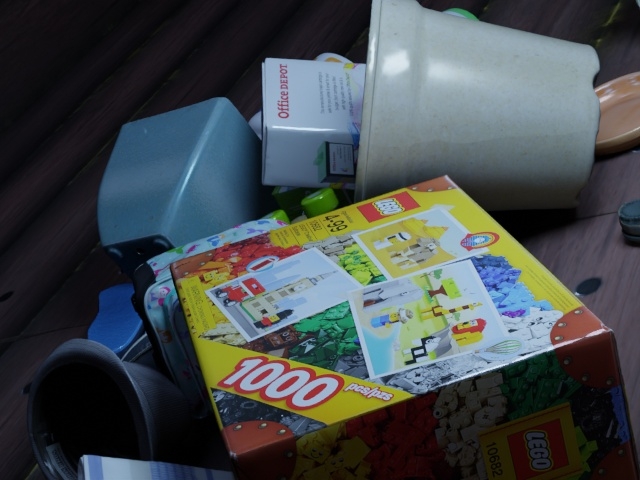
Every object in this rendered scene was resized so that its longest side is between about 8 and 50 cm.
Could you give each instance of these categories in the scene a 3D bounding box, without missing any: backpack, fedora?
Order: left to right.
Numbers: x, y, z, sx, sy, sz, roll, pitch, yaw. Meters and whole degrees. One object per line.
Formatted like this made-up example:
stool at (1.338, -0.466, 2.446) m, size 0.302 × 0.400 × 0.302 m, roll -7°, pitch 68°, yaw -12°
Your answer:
fedora at (-0.260, 0.239, 1.732) m, size 0.275 × 0.243 × 0.124 m, roll -20°, pitch -5°, yaw 44°
backpack at (-0.099, 0.098, 1.768) m, size 0.253 × 0.225 × 0.191 m, roll -24°, pitch 23°, yaw -15°

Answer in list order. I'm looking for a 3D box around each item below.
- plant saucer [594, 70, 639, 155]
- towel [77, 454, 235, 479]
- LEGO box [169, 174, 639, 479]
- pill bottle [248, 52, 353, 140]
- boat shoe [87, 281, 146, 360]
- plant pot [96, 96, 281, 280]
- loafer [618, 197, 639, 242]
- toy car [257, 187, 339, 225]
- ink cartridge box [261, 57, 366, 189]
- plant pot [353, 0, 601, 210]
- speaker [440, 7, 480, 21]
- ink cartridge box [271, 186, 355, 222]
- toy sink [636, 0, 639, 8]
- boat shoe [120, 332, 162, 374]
plant saucer at (0.439, -0.181, 1.939) m, size 0.200 × 0.037 × 0.200 m, roll -25°, pitch 23°, yaw 11°
towel at (-0.116, 0.299, 1.406) m, size 0.285 × 0.034 × 0.209 m, roll 10°, pitch 17°, yaw -17°
LEGO box at (0.063, 0.136, 1.445) m, size 0.372 × 0.193 × 0.500 m, roll -18°, pitch 22°, yaw -7°
pill bottle at (-0.035, -0.196, 2.363) m, size 0.272 × 0.152 × 0.152 m, roll -46°, pitch 28°, yaw -22°
boat shoe at (-0.299, 0.146, 2.082) m, size 0.109 × 0.089 × 0.258 m, roll -13°, pitch 20°, yaw 5°
plant pot at (-0.220, -0.042, 2.189) m, size 0.247 × 0.248 × 0.252 m, roll -11°, pitch 42°, yaw 37°
loafer at (0.477, -0.066, 1.598) m, size 0.267 × 0.084 × 0.096 m, roll -12°, pitch 29°, yaw 36°
toy car at (0.000, 0.000, 1.962) m, size 0.149 × 0.155 × 0.188 m, roll -25°, pitch 11°, yaw 12°
ink cartridge box at (0.045, -0.179, 2.071) m, size 0.278 × 0.117 × 0.201 m, roll 3°, pitch 38°, yaw -5°
plant pot at (0.207, -0.167, 1.793) m, size 0.305 × 0.334 × 0.334 m, roll 5°, pitch 28°, yaw 1°
speaker at (0.176, -0.289, 2.349) m, size 0.131 × 0.131 × 0.296 m, roll -2°, pitch 36°, yaw 48°
ink cartridge box at (0.076, -0.118, 2.156) m, size 0.255 × 0.097 × 0.189 m, roll -17°, pitch 27°, yaw 30°
toy sink at (0.579, -0.400, 2.100) m, size 0.234 × 0.131 × 0.153 m, roll -3°, pitch 35°, yaw 38°
boat shoe at (-0.177, 0.156, 1.909) m, size 0.254 × 0.095 × 0.079 m, roll -22°, pitch 12°, yaw -4°
